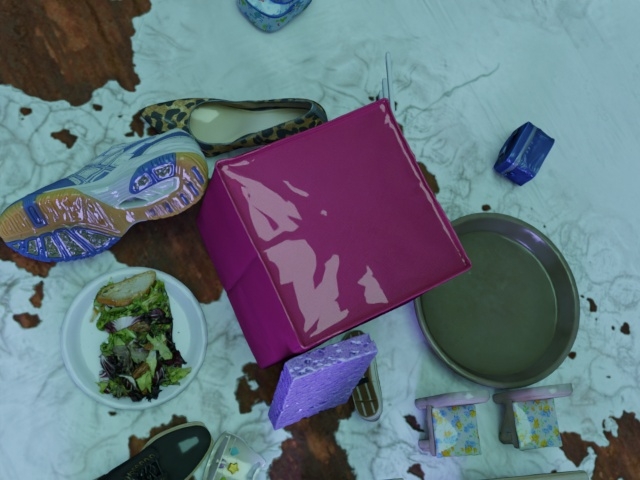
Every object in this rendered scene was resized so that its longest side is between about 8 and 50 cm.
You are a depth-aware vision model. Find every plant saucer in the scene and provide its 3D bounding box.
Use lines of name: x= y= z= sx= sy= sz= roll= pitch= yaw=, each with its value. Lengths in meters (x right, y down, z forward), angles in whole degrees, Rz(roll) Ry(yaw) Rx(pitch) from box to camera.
plant saucer: x=0.270 y=0.092 z=1.275 sx=0.278 sy=0.041 sz=0.277 roll=4 pitch=74 yaw=-13

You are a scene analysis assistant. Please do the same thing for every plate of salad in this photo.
plate of salad: x=-0.254 y=0.132 z=1.130 sx=0.200 sy=0.048 sz=0.199 roll=4 pitch=75 yaw=-14

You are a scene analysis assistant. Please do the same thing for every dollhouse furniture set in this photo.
dollhouse furniture set: x=0.197 y=0.379 z=1.071 sx=0.394 sy=0.256 sz=0.362 roll=-1 pitch=76 yaw=-15

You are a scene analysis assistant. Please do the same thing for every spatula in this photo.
spatula: x=0.107 y=-0.150 z=1.237 sx=0.019 sy=0.168 sz=0.241 roll=-1 pitch=71 yaw=-1

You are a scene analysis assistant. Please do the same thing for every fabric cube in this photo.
fabric cube: x=0.000 y=0.000 z=1.119 sx=0.254 sy=0.258 sz=0.259 roll=-23 pitch=82 yaw=-18

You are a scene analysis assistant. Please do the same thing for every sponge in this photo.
sponge: x=-0.002 y=0.191 z=1.094 sx=0.117 sy=0.210 sz=0.031 roll=-17 pitch=66 yaw=-19

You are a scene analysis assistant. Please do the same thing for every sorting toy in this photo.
sorting toy: x=-0.115 y=0.313 z=1.124 sx=0.075 sy=0.045 sz=0.083 roll=26 pitch=70 yaw=-14

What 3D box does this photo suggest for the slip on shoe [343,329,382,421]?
slip on shoe: x=0.064 y=0.198 z=1.201 sx=0.051 sy=0.041 sz=0.135 roll=-21 pitch=62 yaw=10

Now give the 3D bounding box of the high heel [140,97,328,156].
high heel: x=-0.123 y=-0.182 z=1.171 sx=0.261 sy=0.186 sz=0.093 roll=12 pitch=73 yaw=-11

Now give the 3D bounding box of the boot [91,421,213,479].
boot: x=-0.218 y=0.301 z=1.048 sx=0.198 sy=0.137 sz=0.076 roll=-34 pitch=86 yaw=-20

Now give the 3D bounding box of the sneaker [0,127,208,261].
sneaker: x=-0.300 y=-0.066 z=1.153 sx=0.297 sy=0.111 sz=0.131 roll=-18 pitch=36 yaw=-3

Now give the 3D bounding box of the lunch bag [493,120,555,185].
lunch bag: x=0.326 y=-0.141 z=1.340 sx=0.065 sy=0.067 sz=0.098 roll=34 pitch=71 yaw=-4

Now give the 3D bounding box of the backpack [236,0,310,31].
backpack: x=-0.073 y=-0.399 z=1.297 sx=0.105 sy=0.084 sz=0.114 roll=43 pitch=73 yaw=2
